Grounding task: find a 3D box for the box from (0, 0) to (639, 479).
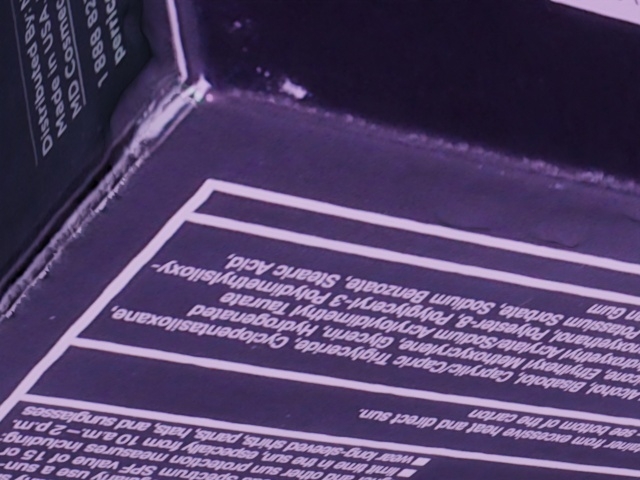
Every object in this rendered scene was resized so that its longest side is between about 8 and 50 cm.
[{"bbox_3d":[0.000,0.000,0.571,0.296,0.183,0.294,11,140,-33],"label":"box"}]
